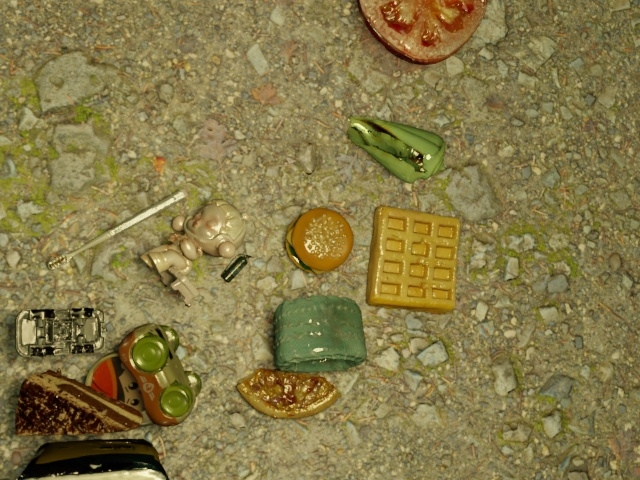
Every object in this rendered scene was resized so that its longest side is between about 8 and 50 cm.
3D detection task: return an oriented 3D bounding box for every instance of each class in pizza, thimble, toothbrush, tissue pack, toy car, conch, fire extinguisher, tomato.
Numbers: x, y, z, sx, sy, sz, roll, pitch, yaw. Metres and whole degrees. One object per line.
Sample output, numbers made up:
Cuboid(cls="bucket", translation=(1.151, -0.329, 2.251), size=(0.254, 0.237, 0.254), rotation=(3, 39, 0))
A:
Cuboid(cls="pizza", translation=(-0.072, 0.350, 1.708), size=(0.246, 0.058, 0.127), rotation=(20, 79, -16))
Cuboid(cls="thimble", translation=(-0.001, 0.214, 1.669), size=(0.235, 0.198, 0.143), rotation=(25, 55, -52))
Cuboid(cls="toothbrush", translation=(-0.446, -0.027, 1.653), size=(0.342, 0.030, 0.025), rotation=(-31, 98, -19))
Cuboid(cls="tissue pack", translation=(-0.432, 0.519, 1.405), size=(0.264, 0.416, 0.254), rotation=(4, 80, -14))
Cuboid(cls="toy car", translation=(-0.388, 0.309, 1.595), size=(0.235, 0.145, 0.235), rotation=(0, 94, 1))
Cuboid(cls="conch", translation=(0.186, -0.223, 1.797), size=(0.250, 0.137, 0.144), rotation=(23, 60, -17))
Cuboid(cls="toy car", translation=(-0.551, 0.192, 1.571), size=(0.191, 0.100, 0.097), rotation=(2, 83, -36))
Cuboid(cls="fire extinguisher", translation=(-0.194, 0.059, 1.721), size=(0.038, 0.025, 0.083), rotation=(40, 74, 15))
Cuboid(cls="tomato", translation=(0.230, -0.590, 1.852), size=(0.338, 0.143, 0.339), rotation=(0, 88, -15))

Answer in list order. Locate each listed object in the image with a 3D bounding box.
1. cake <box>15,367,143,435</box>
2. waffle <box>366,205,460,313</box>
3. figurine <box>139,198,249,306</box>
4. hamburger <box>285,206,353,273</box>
Cuboid(cls="cake", translation=(-0.495, 0.372, 1.514), size=(0.246, 0.112, 0.135), rotation=(24, 98, 9))
Cuboid(cls="waffle", translation=(0.230, 0.048, 1.828), size=(0.221, 0.055, 0.248), rotation=(8, 82, -16))
Cuboid(cls="figurine", translation=(-0.254, 0.008, 1.643), size=(0.256, 0.182, 0.145), rotation=(-42, 112, -18))
Cuboid(cls="hamburger", translation=(0.000, 0.000, 1.736), size=(0.161, 0.115, 0.162), rotation=(2, 82, -17))
